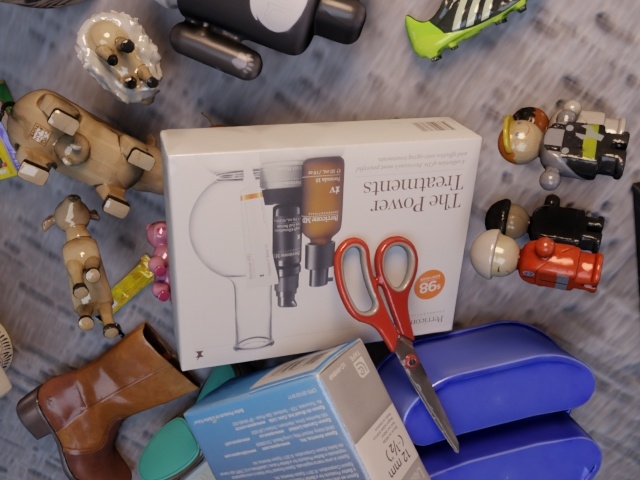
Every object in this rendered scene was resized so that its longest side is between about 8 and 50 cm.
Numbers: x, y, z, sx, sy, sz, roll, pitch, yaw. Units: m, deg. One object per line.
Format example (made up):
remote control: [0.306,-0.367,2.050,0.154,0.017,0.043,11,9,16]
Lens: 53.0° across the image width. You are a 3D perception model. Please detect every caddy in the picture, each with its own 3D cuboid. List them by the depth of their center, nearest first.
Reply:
caddy: [0.225,0.252,0.918,0.341,0.179,0.241,-10,101,-9]

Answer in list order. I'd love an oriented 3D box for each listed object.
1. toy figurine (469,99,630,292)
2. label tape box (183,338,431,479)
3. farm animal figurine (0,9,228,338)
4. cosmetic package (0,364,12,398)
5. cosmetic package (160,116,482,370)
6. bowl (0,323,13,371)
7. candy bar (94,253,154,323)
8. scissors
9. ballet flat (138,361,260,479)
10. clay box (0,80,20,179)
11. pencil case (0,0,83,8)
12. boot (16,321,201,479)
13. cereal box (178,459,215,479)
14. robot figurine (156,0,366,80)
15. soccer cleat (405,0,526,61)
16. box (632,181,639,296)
toy figurine: [0.269,-0.058,0.766,0.148,0.213,0.209,11,115,21]
label tape box: [0.008,0.326,0.824,0.249,0.115,0.347,-25,94,36]
farm animal figurine: [-0.269,-0.075,0.829,0.330,0.172,0.327,-44,126,-1]
cosmetic package: [-0.722,0.152,0.869,0.329,0.327,0.393,-26,95,7]
cosmetic package: [0.000,0.000,0.815,0.377,0.097,0.284,-6,120,-16]
bowl: [-0.619,0.191,1.080,0.170,0.080,0.170,3,116,6]
candy bar: [-0.313,0.081,1.018,0.161,0.018,0.040,-39,102,23]
scissors: [0.092,0.134,0.782,0.109,0.021,0.297,-15,96,-18]
ballet flat: [-0.186,0.306,1.059,0.280,0.095,0.096,-48,146,17]
clay box: [-0.531,-0.136,0.924,0.222,0.053,0.127,-13,113,13]
pencil case: [-0.358,-0.325,0.610,0.160,0.410,0.183,-43,99,12]
boot: [-0.328,0.297,1.108,0.280,0.096,0.264,-29,105,9]
cereal box: [-0.128,0.422,1.140,0.173,0.047,0.240,41,115,-12]
robot figurine: [-0.073,-0.312,0.713,0.278,0.209,0.173,19,146,-2]
soccer cleat: [0.184,-0.280,0.754,0.179,0.060,0.072,-26,97,19]
box: [0.512,0.114,0.736,0.179,0.343,0.312,-12,113,12]
